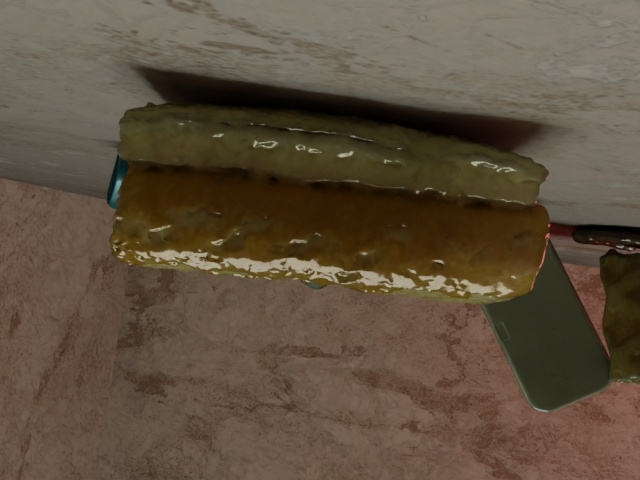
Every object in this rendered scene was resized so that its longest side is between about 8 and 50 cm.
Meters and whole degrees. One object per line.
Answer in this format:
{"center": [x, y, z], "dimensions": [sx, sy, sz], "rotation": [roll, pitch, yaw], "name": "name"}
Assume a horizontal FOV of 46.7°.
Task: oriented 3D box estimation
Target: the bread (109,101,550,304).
{"center": [0.010, -0.034, 0.714], "dimensions": [0.375, 0.165, 0.236], "rotation": [7, -179, 2], "name": "bread"}

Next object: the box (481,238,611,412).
{"center": [0.451, 0.147, 1.571], "dimensions": [0.177, 0.352, 0.344], "rotation": [-27, 173, 12], "name": "box"}

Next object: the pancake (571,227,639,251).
{"center": [0.619, 0.007, 1.381], "dimensions": [0.288, 0.033, 0.286], "rotation": [8, 178, 2], "name": "pancake"}

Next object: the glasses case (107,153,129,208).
{"center": [-0.197, -0.074, 1.246], "dimensions": [0.300, 0.070, 0.117], "rotation": [7, 140, -22], "name": "glasses case"}

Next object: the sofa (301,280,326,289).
{"center": [0.080, 0.036, 1.227], "dimensions": [0.225, 0.176, 0.210], "rotation": [-29, 172, -5], "name": "sofa"}

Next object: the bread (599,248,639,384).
{"center": [0.625, 0.140, 1.320], "dimensions": [0.195, 0.252, 0.238], "rotation": [13, 172, -33], "name": "bread"}
